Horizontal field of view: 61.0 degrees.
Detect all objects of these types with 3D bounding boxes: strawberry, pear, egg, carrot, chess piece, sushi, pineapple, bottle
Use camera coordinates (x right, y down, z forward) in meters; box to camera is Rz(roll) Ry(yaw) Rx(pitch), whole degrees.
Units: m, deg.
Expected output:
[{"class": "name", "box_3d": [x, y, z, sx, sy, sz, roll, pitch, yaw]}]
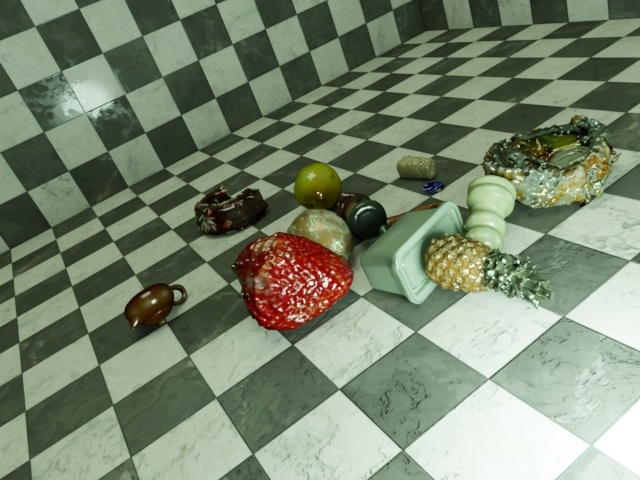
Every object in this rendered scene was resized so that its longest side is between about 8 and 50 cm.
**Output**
[{"class": "strawberry", "box_3d": [-0.091, 0.101, 1.576, 0.310, 0.292, 0.292, -36, 26, 12]}, {"class": "pear", "box_3d": [-0.013, -0.209, 2.155, 0.200, 0.200, 0.200, -17, 29, 10]}, {"class": "egg", "box_3d": [0.000, 0.000, 1.776, 0.203, 0.203, 0.245, -38, 43, -26]}, {"class": "carrot", "box_3d": [0.319, -0.089, 1.861, 0.224, 0.057, 0.057, -24, 28, -10]}, {"class": "chess piece", "box_3d": [0.484, -0.052, 1.576, 0.144, 0.144, 0.251, -4, 48, 30]}, {"class": "sushi", "box_3d": [0.723, -0.253, 1.719, 0.417, 0.176, 0.417, -17, 29, 10]}, {"class": "pineapple", "box_3d": [0.438, 0.077, 1.380, 0.340, 0.169, 0.169, 14, 45, 44]}, {"class": "bottle", "box_3d": [0.126, -0.096, 1.881, 0.143, 0.156, 0.271, -30, 18, -2]}]

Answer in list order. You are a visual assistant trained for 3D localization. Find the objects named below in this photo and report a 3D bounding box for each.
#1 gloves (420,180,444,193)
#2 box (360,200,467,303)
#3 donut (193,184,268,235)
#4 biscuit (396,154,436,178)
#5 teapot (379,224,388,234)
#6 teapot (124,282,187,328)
[{"class": "gloves", "box_3d": [0.408, -0.194, 1.998, 0.086, 0.026, 0.064, 6, 41, 41]}, {"class": "box", "box_3d": [0.267, 0.027, 1.583, 0.312, 0.175, 0.182, -41, 25, -31]}, {"class": "donut", "box_3d": [-0.422, -0.133, 2.369, 0.345, 0.136, 0.259, 10, 39, 47]}, {"class": "biscuit", "box_3d": [0.372, -0.284, 2.118, 0.070, 0.082, 0.168, -40, 34, -26]}, {"class": "teapot", "box_3d": [0.227, -0.003, 1.738, 0.042, 0.043, 0.111, -27, 53, -9]}, {"class": "teapot", "box_3d": [-0.560, 0.227, 1.872, 0.252, 0.135, 0.178, -27, -7, -47]}]
